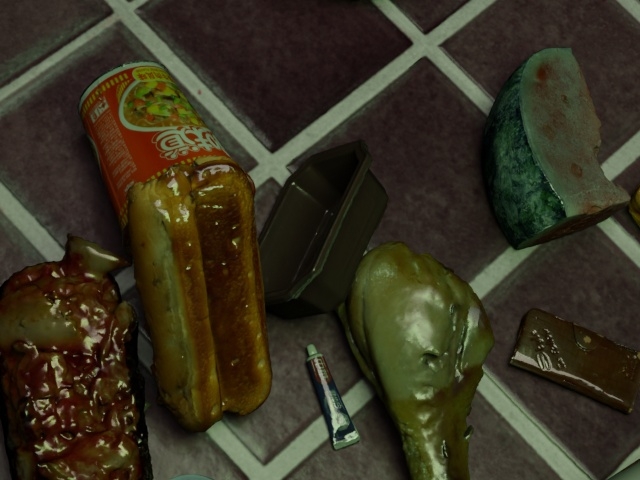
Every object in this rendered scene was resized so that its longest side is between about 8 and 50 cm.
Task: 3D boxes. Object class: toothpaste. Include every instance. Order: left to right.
[{"bbox_3d":[0.011,0.196,1.942,0.037,0.021,0.140,-17,74,-17],"label":"toothpaste"}]

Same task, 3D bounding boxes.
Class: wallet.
[{"bbox_3d":[0.343,0.158,2.031,0.176,0.026,0.095,24,61,-2],"label":"wallet"}]

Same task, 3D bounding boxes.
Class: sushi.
[{"bbox_3d":[-0.286,0.166,1.801,0.196,0.182,0.343,-5,71,-22],"label":"sushi"}]

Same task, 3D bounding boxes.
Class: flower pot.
[{"bbox_3d":[0.000,0.000,1.960,0.084,0.179,0.251,40,60,-25],"label":"flower pot"}]

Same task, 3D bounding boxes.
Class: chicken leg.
[{"bbox_3d":[0.127,0.205,1.911,0.201,0.153,0.429,-6,75,-2],"label":"chicken leg"}]

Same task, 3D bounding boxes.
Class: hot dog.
[{"bbox_3d":[-0.148,0.063,1.831,0.158,0.349,0.117,-23,30,-31],"label":"hot dog"}]

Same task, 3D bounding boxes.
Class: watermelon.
[{"bbox_3d":[0.318,-0.115,2.111,0.226,0.148,0.318,27,48,-20],"label":"watermelon"}]

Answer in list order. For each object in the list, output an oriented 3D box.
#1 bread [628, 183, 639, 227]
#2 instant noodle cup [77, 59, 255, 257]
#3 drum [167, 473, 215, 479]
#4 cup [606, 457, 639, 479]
[{"bbox_3d":[0.562,-0.082,2.158,0.271,0.077,0.139,-38,83,-23],"label":"bread"},{"bbox_3d":[-0.210,-0.113,1.949,0.193,0.193,0.212,-20,65,-20],"label":"instant noodle cup"},{"bbox_3d":[-0.141,0.389,1.767,0.130,0.049,0.253,-14,56,1],"label":"drum"},{"bbox_3d":[0.404,0.376,1.844,0.317,0.212,0.212,-29,76,-23],"label":"cup"}]
